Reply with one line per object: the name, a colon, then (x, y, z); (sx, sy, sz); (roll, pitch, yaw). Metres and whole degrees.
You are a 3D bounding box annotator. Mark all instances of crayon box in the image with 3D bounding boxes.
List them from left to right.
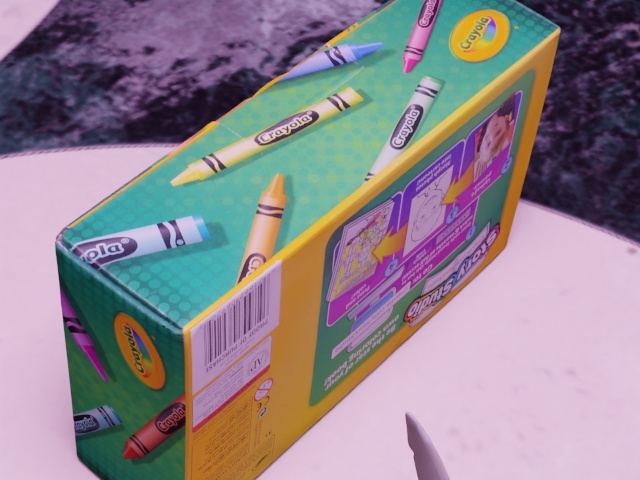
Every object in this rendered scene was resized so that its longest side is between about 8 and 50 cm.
crayon box: (0.000, 0.000, 0.691); (0.081, 0.165, 0.278); (34, 53, 23)

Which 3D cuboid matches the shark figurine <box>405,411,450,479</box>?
shark figurine: (0.042, 0.214, 0.540); (0.166, 0.116, 0.278); (21, 51, 12)
